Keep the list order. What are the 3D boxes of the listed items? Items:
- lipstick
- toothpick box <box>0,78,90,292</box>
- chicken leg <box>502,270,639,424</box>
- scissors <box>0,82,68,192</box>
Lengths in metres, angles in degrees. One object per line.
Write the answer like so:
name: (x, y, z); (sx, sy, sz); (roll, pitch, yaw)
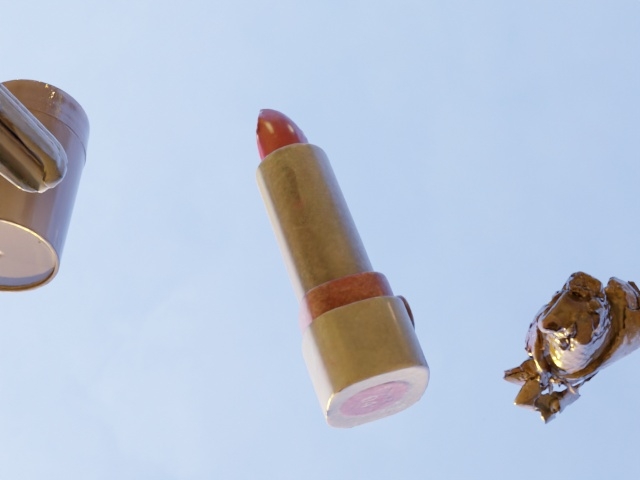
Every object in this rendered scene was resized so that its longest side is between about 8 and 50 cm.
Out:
lipstick: (0.001, 0.000, 0.457); (0.057, 0.063, 0.186); (-15, -120, -10)
toothpick box: (-0.282, -0.054, 0.805); (0.111, 0.111, 0.180); (-10, -131, 9)
chicken leg: (0.206, 0.072, 0.680); (0.125, 0.196, 0.080); (-39, -109, -18)
scissors: (-0.192, -0.097, 0.376); (0.027, 0.101, 0.204); (-30, -62, 30)
